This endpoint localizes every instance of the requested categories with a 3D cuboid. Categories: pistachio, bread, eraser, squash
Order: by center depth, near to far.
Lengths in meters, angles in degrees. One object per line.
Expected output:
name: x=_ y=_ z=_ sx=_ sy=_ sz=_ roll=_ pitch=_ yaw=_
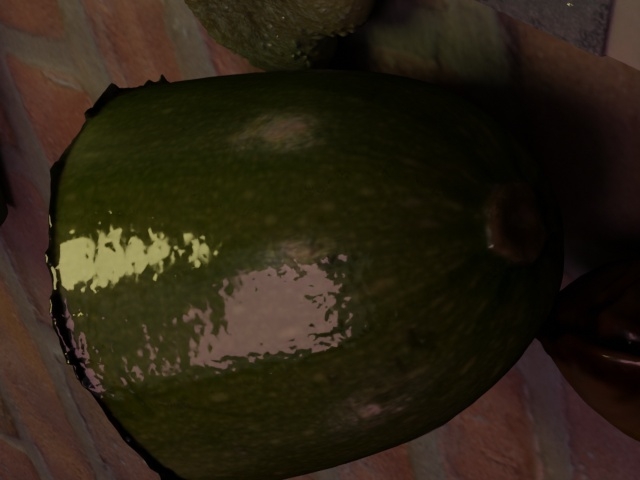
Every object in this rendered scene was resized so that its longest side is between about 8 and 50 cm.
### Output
eraser: x=0.112 y=-0.180 z=0.931 sx=0.212 sy=0.046 sz=0.092 roll=29 pitch=146 yaw=25
pistachio: x=0.223 y=0.069 z=1.033 sx=0.210 sy=0.130 sz=0.165 roll=17 pitch=178 yaw=44
bread: x=-0.060 y=-0.232 z=1.067 sx=0.286 sy=0.056 sz=0.207 roll=53 pitch=150 yaw=-16
squash: x=0.029 y=0.001 z=1.079 sx=0.309 sy=0.310 sz=0.310 roll=-14 pitch=118 yaw=33

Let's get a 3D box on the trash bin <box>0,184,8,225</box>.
trash bin: x=-0.445 y=-0.141 z=1.527 sx=0.223 sy=0.158 sz=0.343 roll=30 pitch=146 yaw=23
